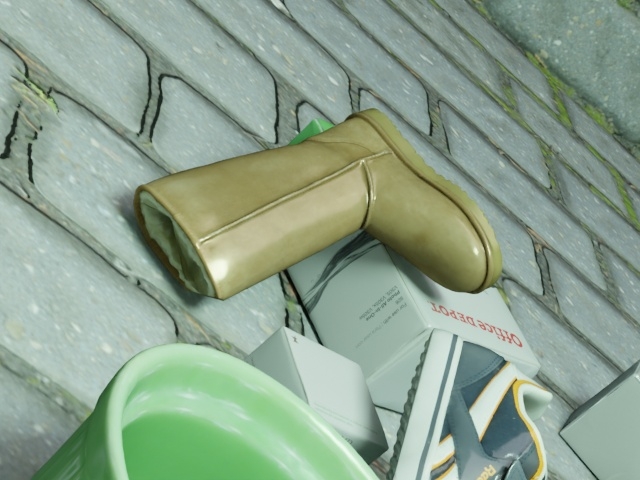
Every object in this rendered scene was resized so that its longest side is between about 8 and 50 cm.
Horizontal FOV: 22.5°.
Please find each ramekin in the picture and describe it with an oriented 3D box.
[{"bbox_3d":[-0.065,0.229,1.023,0.303,0.148,0.303,40,22,-20],"label":"ramekin"}]

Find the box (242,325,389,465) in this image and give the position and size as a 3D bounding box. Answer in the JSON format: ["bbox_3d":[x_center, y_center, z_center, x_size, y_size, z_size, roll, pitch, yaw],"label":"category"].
[{"bbox_3d":[-0.015,0.147,1.352,0.101,0.087,0.102,30,27,-39],"label":"box"}]

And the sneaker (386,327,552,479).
[{"bbox_3d":[0.106,0.213,1.270,0.127,0.126,0.321,20,52,2],"label":"sneaker"}]

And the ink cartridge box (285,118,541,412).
[{"bbox_3d":[0.074,0.038,1.672,0.211,0.121,0.289,22,33,-47],"label":"ink cartridge box"}]

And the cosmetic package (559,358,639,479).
[{"bbox_3d":[0.412,0.271,1.925,0.238,0.127,0.107,52,21,6],"label":"cosmetic package"}]

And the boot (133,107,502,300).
[{"bbox_3d":[0.000,0.000,1.478,0.269,0.089,0.236,-24,58,-35],"label":"boot"}]
